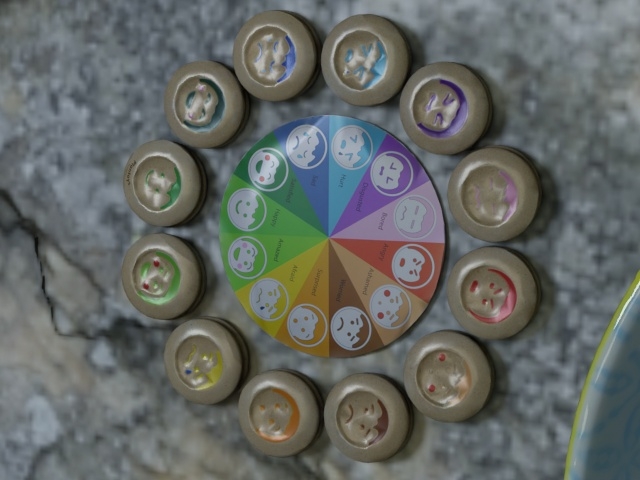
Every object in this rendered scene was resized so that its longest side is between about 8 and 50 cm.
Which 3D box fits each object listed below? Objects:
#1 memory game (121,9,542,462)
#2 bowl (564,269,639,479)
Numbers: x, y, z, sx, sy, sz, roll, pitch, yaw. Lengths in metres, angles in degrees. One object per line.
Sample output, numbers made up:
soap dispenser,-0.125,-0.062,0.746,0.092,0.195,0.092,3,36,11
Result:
memory game,0.000,0.000,0.687,0.186,0.012,0.186,2,96,22
bowl,0.233,0.081,0.522,0.289,0.156,0.289,2,96,23
